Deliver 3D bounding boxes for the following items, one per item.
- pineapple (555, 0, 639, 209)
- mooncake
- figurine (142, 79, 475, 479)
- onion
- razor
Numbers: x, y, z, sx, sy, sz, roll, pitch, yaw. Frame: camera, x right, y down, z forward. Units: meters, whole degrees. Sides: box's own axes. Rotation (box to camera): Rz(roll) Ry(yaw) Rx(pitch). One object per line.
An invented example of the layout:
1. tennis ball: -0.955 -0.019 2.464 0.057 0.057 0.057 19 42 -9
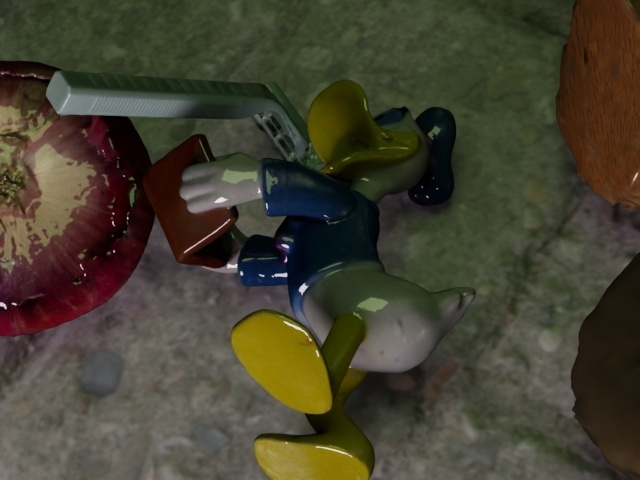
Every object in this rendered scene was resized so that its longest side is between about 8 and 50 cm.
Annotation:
1. pineapple: 0.384 -0.134 1.525 0.357 0.223 0.222 -5 56 -15
2. mooncake: 0.304 0.098 1.385 0.228 0.124 0.228 -29 39 26
3. figurine: 0.000 0.000 1.535 0.284 0.204 0.338 26 52 19
4. onion: -0.258 -0.030 1.581 0.248 0.161 0.248 -3 61 5
5. razor: -0.107 -0.113 1.569 0.056 0.278 0.111 -52 55 25
